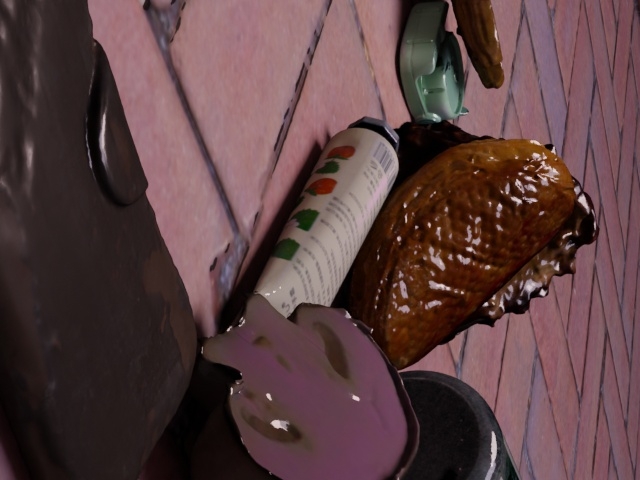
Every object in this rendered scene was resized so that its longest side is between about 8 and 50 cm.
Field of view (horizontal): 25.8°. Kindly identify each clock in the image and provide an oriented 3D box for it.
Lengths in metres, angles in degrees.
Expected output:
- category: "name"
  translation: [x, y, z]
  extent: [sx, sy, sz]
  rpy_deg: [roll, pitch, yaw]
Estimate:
- category: "clock"
  translation: [0.114, -0.158, 1.365]
  extent: [0.135, 0.041, 0.101]
  rpy_deg: [68, 27, -44]

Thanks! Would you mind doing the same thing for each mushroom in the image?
- category: "mushroom"
  translation: [-0.021, 0.123, 0.837]
  extent: [0.117, 0.141, 0.188]
  rpy_deg: [-62, 174, 23]

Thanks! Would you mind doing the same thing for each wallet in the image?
- category: "wallet"
  translation: [-0.127, -0.019, 0.655]
  extent: [0.165, 0.042, 0.310]
  rpy_deg: [-63, 145, -52]

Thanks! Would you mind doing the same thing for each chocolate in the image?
- category: "chocolate"
  translation: [0.164, -0.006, 1.293]
  extent: [0.206, 0.177, 0.224]
  rpy_deg: [-72, 151, -45]

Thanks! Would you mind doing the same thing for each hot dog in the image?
- category: "hot dog"
  translation: [0.103, 0.009, 1.132]
  extent: [0.227, 0.099, 0.160]
  rpy_deg: [-43, 155, -15]

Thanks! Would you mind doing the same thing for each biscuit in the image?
- category: "biscuit"
  translation: [0.142, -0.262, 1.388]
  extent: [0.290, 0.041, 0.208]
  rpy_deg: [-92, 167, -51]

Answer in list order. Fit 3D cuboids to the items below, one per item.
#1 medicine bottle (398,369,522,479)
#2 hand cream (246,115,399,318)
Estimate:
- category: "medicine bottle"
  translation: [0.105, 0.233, 1.139]
  extent: [0.293, 0.141, 0.141]
  rpy_deg: [62, 32, -51]
- category: "hand cream"
  translation: [0.000, 0.000, 1.008]
  extent: [0.276, 0.059, 0.095]
  rpy_deg: [-62, 150, -49]
